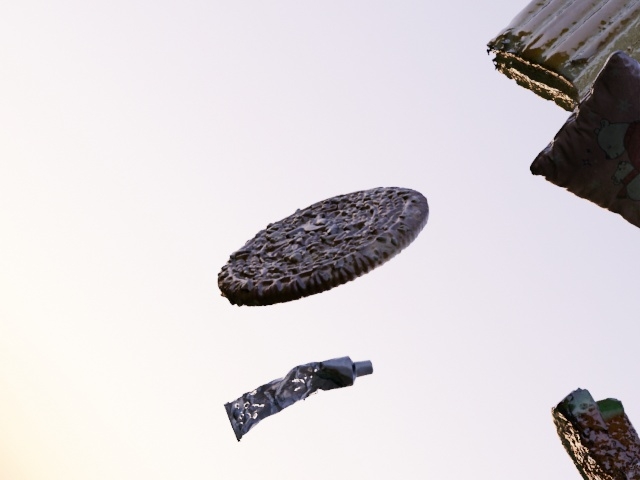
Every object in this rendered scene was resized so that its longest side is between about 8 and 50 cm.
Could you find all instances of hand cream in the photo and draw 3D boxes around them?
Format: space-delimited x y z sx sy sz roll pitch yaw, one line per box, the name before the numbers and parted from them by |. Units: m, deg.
hand cream | -0.033 0.242 1.948 0.050 0.257 0.084 -129 -158 -51

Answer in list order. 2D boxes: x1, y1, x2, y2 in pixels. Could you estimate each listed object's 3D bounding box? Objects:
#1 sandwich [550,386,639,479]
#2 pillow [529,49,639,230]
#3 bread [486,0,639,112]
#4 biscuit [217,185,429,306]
sandwich | 0.344 0.252 1.371 0.235 0.079 0.159 56 -4 -18
pillow | 0.450 -0.139 1.741 0.223 0.236 0.084 21 30 -17
bread | 0.426 -0.336 1.977 0.111 0.246 0.239 53 -9 -35
biscuit | 0.000 0.000 1.575 0.305 0.305 0.038 10 -53 59
